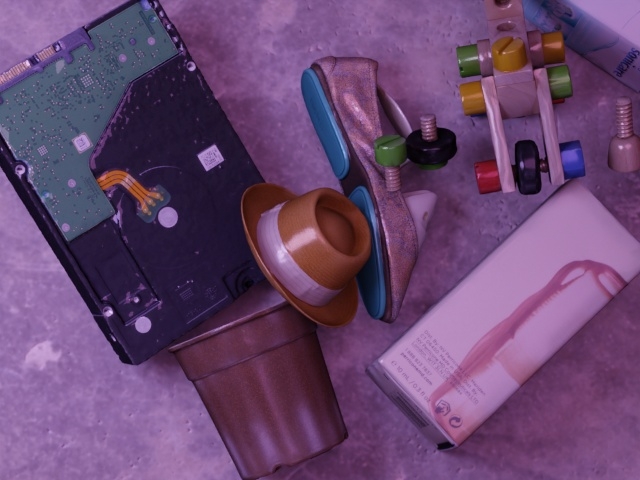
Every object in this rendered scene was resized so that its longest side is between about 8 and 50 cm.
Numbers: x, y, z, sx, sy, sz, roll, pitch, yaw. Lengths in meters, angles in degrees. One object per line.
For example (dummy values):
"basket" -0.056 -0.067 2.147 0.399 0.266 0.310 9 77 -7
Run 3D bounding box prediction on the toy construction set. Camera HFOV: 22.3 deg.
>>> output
"toy construction set" 0.238 -0.194 1.719 0.309 0.237 0.257 8 32 27

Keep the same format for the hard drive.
"hard drive" -0.199 -0.068 1.750 0.237 0.064 0.339 -35 101 -19

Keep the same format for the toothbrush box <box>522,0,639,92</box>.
"toothbrush box" 0.316 -0.349 1.872 0.295 0.126 0.216 33 79 4

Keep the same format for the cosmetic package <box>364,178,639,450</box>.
"cosmetic package" 0.202 0.084 1.770 0.296 0.153 0.129 -43 85 -8

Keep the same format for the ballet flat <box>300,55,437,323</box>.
"ballet flat" 0.070 -0.067 1.820 0.106 0.107 0.316 -12 80 -19

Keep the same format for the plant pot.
"plant pot" -0.058 0.160 1.743 0.167 0.167 0.165 -21 88 -7

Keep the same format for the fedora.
"fedora" 0.000 0.000 1.716 0.079 0.194 0.194 -35 81 24
